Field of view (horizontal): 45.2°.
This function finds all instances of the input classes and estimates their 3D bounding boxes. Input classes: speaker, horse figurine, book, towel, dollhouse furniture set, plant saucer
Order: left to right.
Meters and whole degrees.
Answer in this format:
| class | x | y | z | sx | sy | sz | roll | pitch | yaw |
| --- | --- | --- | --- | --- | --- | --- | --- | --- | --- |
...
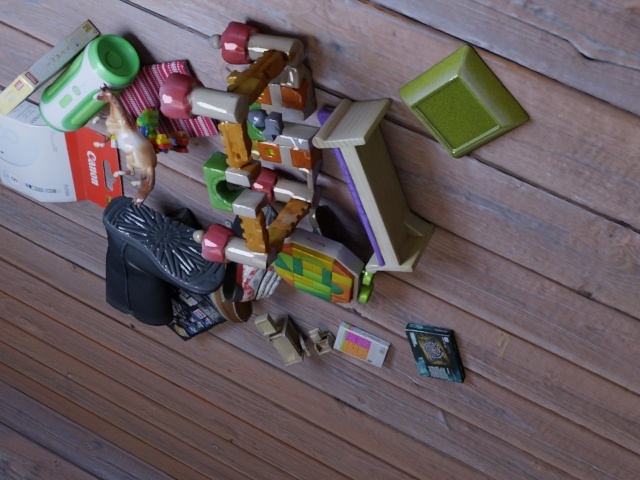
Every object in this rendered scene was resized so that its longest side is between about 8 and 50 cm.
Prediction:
| class | x | y | z | sx | sy | sz | roll | pitch | yaw |
| --- | --- | --- | --- | --- | --- | --- | --- | --- | --- |
| speaker | -0.536 | -0.356 | 1.769 | 0.296 | 0.131 | 0.131 | -24 | 115 | 43 |
| horse figurine | -0.437 | -0.211 | 1.730 | 0.174 | 0.066 | 0.263 | -22 | 100 | 48 |
| towel | -0.380 | -0.325 | 1.817 | 0.274 | 0.031 | 0.199 | 1 | 131 | 34 |
| dollhouse furniture set | -0.067 | 0.240 | 2.174 | 0.160 | 0.101 | 0.182 | -21 | 119 | 18 |
| book | 0.114 | 0.287 | 2.119 | 0.144 | 0.035 | 0.096 | 24 | 138 | 11 |
| plant saucer | 0.260 | -0.244 | 1.447 | 0.188 | 0.045 | 0.188 | 45 | 140 | -15 |

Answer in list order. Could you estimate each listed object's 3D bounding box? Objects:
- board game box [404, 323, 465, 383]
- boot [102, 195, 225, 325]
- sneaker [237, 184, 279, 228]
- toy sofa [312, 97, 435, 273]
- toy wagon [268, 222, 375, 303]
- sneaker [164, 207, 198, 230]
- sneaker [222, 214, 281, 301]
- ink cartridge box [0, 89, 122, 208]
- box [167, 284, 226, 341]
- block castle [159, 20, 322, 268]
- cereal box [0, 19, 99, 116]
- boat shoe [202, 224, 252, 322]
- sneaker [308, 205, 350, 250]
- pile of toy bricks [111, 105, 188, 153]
| class | x | y | z | sx | sy | sz | roll | pitch | yaw |
| --- | --- | --- | --- | --- | --- | --- | --- | --- | --- |
| board game box | 0.299 | 0.294 | 2.000 | 0.126 | 0.026 | 0.186 | 6 | 134 | 31 |
| boot | -0.432 | 0.120 | 2.088 | 0.367 | 0.146 | 0.445 | 36 | 143 | 12 |
| sneaker | -0.169 | -0.098 | 1.874 | 0.178 | 0.077 | 0.072 | 36 | 118 | 12 |
| toy sofa | 0.096 | -0.109 | 1.619 | 0.177 | 0.150 | 0.363 | 1 | 132 | 32 |
| toy wagon | -0.002 | 0.078 | 1.852 | 0.267 | 0.068 | 0.344 | 21 | 156 | 10 |
| sneaker | -0.421 | -0.006 | 2.136 | 0.227 | 0.087 | 0.130 | -14 | 116 | 37 |
| sneaker | -0.160 | 0.031 | 1.998 | 0.090 | 0.144 | 0.270 | 31 | 114 | 47 |
| ink cartridge box | -0.737 | -0.213 | 2.136 | 0.384 | 0.091 | 0.308 | 25 | 141 | 12 |
| box | -0.436 | 0.161 | 2.334 | 0.295 | 0.073 | 0.293 | 44 | 141 | -14 |
| block castle | -0.163 | -0.192 | 1.590 | 0.212 | 0.303 | 0.454 | 15 | 137 | 23 |
| cereal box | -0.623 | -0.392 | 1.746 | 0.173 | 0.240 | 0.047 | -20 | 118 | 45 |
| boat shoe | -0.237 | 0.102 | 2.099 | 0.119 | 0.123 | 0.324 | 5 | 134 | 24 |
| sneaker | 0.000 | 0.000 | 1.866 | 0.086 | 0.064 | 0.192 | -8 | 129 | 34 |
| pile of toy bricks | -0.400 | -0.264 | 1.808 | 0.212 | 0.118 | 0.105 | 13 | 106 | 41 |
